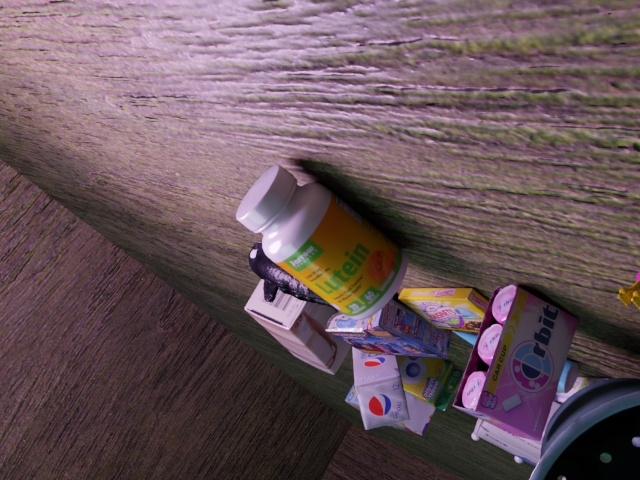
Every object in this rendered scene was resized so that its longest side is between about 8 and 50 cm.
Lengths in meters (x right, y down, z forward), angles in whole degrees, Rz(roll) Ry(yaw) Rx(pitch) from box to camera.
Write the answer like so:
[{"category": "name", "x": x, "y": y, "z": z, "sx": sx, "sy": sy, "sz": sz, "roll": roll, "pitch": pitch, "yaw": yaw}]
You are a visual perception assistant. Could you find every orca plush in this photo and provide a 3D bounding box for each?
[{"category": "orca plush", "x": -0.065, "y": 0.103, "z": 1.377, "sx": 0.287, "sy": 0.102, "sz": 0.151, "roll": 35, "pitch": 165, "yaw": 23}]

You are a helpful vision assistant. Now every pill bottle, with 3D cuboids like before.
[{"category": "pill bottle", "x": 0.000, "y": 0.000, "z": 0.992, "sx": 0.245, "sy": 0.136, "sz": 0.136, "roll": 38, "pitch": 162, "yaw": -19}]

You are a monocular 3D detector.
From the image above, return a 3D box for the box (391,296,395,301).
[{"category": "box", "x": 0.099, "y": 0.131, "z": 1.358, "sx": 0.114, "sy": 0.036, "sz": 0.207, "roll": 25, "pitch": 162, "yaw": 20}]

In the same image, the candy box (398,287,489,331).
[{"category": "candy box", "x": 0.226, "y": 0.118, "z": 1.123, "sx": 0.105, "sy": 0.027, "sz": 0.206, "roll": 40, "pitch": 162, "yaw": -16}]

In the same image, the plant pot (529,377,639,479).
[{"category": "plant pot", "x": 0.412, "y": 0.323, "z": 0.809, "sx": 0.341, "sy": 0.341, "sz": 0.334, "roll": 27, "pitch": -175, "yaw": 14}]

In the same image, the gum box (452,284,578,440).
[{"category": "gum box", "x": 0.271, "y": 0.163, "z": 0.909, "sx": 0.107, "sy": 0.189, "sz": 0.062, "roll": 27, "pitch": 164, "yaw": -12}]

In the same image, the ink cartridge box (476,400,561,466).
[{"category": "ink cartridge box", "x": 0.375, "y": 0.338, "z": 1.200, "sx": 0.148, "sy": 0.086, "sz": 0.203, "roll": 26, "pitch": 161, "yaw": 17}]

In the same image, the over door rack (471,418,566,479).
[{"category": "over door rack", "x": 0.489, "y": 0.481, "z": 1.546, "sx": 0.239, "sy": 0.108, "sz": 0.324, "roll": 21, "pitch": 160, "yaw": 33}]

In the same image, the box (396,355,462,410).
[{"category": "box", "x": 0.225, "y": 0.306, "z": 1.513, "sx": 0.179, "sy": 0.105, "sz": 0.043, "roll": 21, "pitch": 162, "yaw": 29}]

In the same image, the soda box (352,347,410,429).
[{"category": "soda box", "x": 0.120, "y": 0.278, "z": 1.379, "sx": 0.286, "sy": 0.091, "sz": 0.098, "roll": -85, "pitch": -19, "yaw": -78}]

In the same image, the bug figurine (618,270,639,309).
[{"category": "bug figurine", "x": 0.422, "y": 0.094, "z": 0.643, "sx": 0.279, "sy": 0.072, "sz": 0.216, "roll": 39, "pitch": 168, "yaw": -36}]

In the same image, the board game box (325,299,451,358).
[{"category": "board game box", "x": 0.118, "y": 0.164, "z": 1.254, "sx": 0.194, "sy": 0.060, "sz": 0.194, "roll": -3, "pitch": 153, "yaw": 35}]

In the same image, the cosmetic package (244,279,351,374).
[{"category": "cosmetic package", "x": -0.043, "y": 0.206, "z": 1.654, "sx": 0.153, "sy": 0.129, "sz": 0.296, "roll": 18, "pitch": 159, "yaw": 35}]

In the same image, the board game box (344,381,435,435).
[{"category": "board game box", "x": 0.200, "y": 0.427, "z": 1.828, "sx": 0.142, "sy": 0.144, "sz": 0.275, "roll": 34, "pitch": 163, "yaw": -9}]

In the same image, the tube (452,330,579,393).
[{"category": "tube", "x": 0.330, "y": 0.194, "z": 1.125, "sx": 0.207, "sy": 0.052, "sz": 0.080, "roll": 20, "pitch": 172, "yaw": 42}]

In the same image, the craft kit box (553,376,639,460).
[{"category": "craft kit box", "x": 0.508, "y": 0.324, "z": 1.172, "sx": 0.246, "sy": 0.061, "sz": 0.250, "roll": 37, "pitch": 162, "yaw": -8}]
